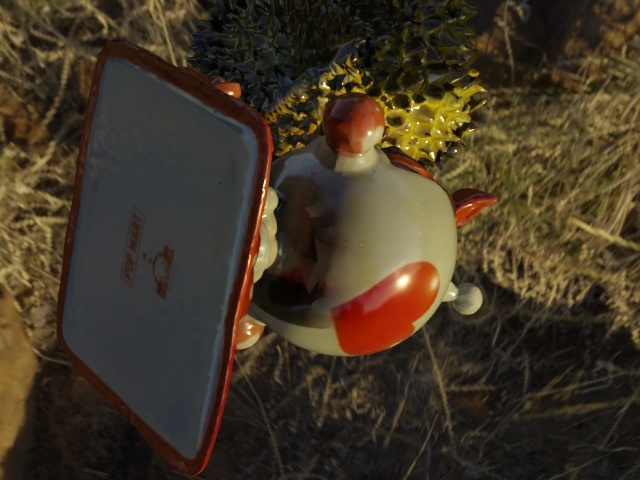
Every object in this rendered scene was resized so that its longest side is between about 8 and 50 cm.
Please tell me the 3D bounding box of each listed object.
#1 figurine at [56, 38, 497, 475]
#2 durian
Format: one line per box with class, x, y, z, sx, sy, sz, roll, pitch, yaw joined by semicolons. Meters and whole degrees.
figurine;0.000;0.000;0.620;0.160;0.226;0.183;33;117;45
durian;0.011;-0.160;1.015;0.293;0.258;0.258;27;76;43
